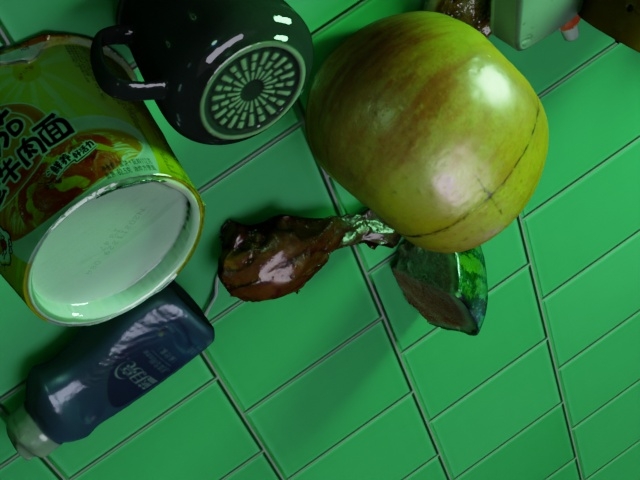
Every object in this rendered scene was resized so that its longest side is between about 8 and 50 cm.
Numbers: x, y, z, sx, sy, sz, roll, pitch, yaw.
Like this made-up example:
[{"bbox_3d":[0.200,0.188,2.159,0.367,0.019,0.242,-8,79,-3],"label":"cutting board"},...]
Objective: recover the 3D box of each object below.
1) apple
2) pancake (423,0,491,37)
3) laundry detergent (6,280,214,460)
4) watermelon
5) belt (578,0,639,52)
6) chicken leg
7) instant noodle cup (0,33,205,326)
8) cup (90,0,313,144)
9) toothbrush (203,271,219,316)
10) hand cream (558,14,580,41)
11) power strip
[{"bbox_3d":[0.127,-0.127,1.880,0.233,0.286,0.286,-49,147,0],"label":"apple"},{"bbox_3d":[0.186,-0.287,1.967,0.158,0.028,0.158,-25,144,-20],"label":"pancake"},{"bbox_3d":[-0.272,0.165,2.002,0.290,0.094,0.143,-41,148,3],"label":"laundry detergent"},{"bbox_3d":[0.197,0.063,2.288,0.128,0.146,0.231,-36,145,-5],"label":"watermelon"},{"bbox_3d":[0.419,-0.282,2.007,0.261,0.184,0.105,-46,160,-75],"label":"belt"},{"bbox_3d":[0.000,0.000,2.086,0.304,0.093,0.113,-18,129,-36],"label":"chicken leg"},{"bbox_3d":[-0.255,-0.048,1.668,0.264,0.200,0.264,-26,146,-19],"label":"instant noodle cup"},{"bbox_3d":[-0.131,-0.198,1.631,0.223,0.176,0.169,-11,140,-31],"label":"cup"},{"bbox_3d":[-0.139,0.071,2.095,0.013,0.011,0.131,10,127,-24],"label":"toothbrush"},{"bbox_3d":[0.293,-0.324,2.029,0.052,0.038,0.216,-60,148,-19],"label":"hand cream"},{"bbox_3d":[0.283,-0.363,1.905,0.194,0.059,0.265,-33,146,-22],"label":"power strip"}]
